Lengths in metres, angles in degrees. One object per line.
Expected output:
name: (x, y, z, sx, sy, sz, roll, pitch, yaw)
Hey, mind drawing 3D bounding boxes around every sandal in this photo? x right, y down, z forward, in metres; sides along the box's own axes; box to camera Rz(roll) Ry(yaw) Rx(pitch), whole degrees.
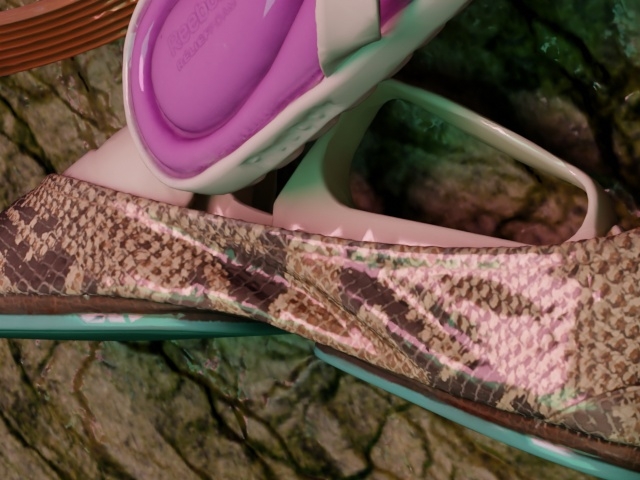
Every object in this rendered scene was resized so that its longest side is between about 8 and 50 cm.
sandal: (0.002, -0.158, 0.855, 0.416, 0.102, 0.169, -55, 53, 39)

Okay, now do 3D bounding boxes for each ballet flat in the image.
ballet flat: (0.000, 0.000, 1.038, 0.483, 0.164, 0.182, 10, 91, 30)

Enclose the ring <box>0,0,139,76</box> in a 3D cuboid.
ring: (-0.156, -0.160, 0.962, 0.336, 0.337, 0.032, -39, 61, 41)
